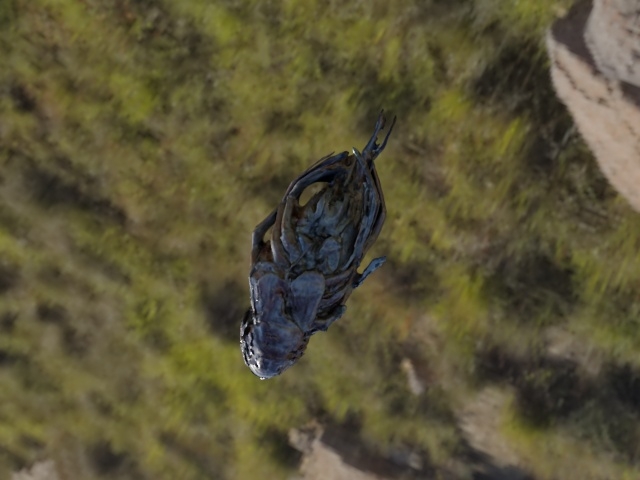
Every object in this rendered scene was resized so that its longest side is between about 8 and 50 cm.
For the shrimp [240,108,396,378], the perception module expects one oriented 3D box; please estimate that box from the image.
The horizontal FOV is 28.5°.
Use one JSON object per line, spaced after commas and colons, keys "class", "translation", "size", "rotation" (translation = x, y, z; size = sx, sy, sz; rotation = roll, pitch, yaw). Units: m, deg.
{"class": "shrimp", "translation": [0.001, 0.001, 0.806], "size": [0.075, 0.190, 0.073], "rotation": [33, 178, -12]}
